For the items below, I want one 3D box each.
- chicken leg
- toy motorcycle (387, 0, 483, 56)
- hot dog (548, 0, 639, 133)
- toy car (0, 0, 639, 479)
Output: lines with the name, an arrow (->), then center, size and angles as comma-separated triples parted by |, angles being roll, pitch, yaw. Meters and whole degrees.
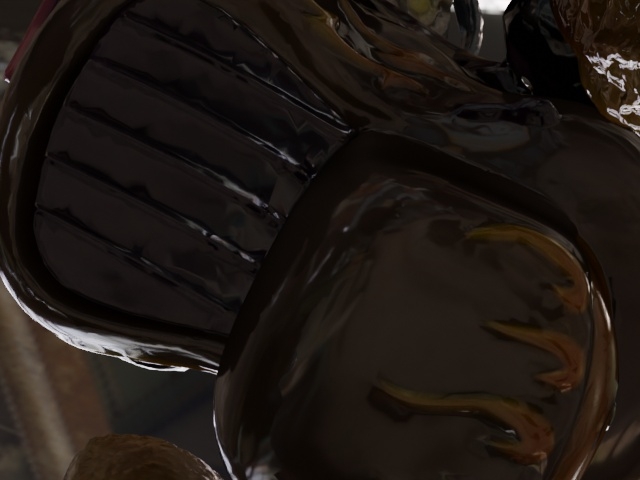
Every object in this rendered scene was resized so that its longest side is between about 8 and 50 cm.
chicken leg -> -0.065, 0.157, 0.915 | 0.107, 0.251, 0.087 | 5, -79, -21
toy motorcycle -> -0.018, -0.240, 1.167 | 0.223, 0.108, 0.340 | -5, -103, -16
hot dog -> 0.110, -0.108, 0.468 | 0.099, 0.227, 0.160 | 8, -74, 3
toy car -> 0.000, 0.000, 0.842 | 0.271, 0.341, 0.240 | -60, -4, 22
